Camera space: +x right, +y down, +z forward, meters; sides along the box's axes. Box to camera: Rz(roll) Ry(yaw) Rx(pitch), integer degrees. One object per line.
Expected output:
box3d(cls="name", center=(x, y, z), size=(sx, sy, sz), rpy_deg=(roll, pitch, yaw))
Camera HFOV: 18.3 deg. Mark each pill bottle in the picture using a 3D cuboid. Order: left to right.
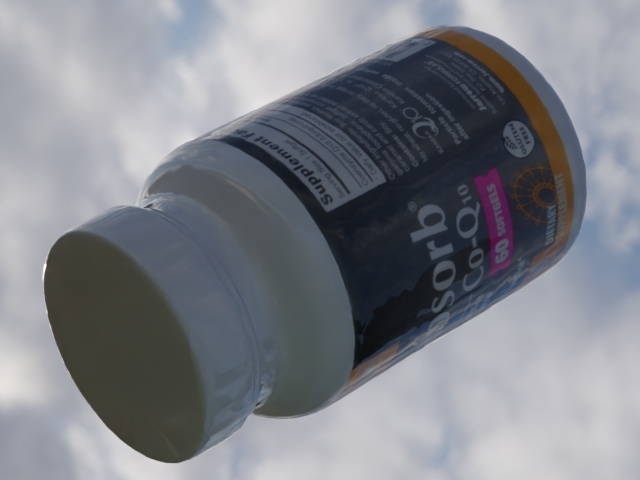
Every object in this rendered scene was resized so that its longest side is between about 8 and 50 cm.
box3d(cls="pill bottle", center=(0.000, 0.000, 1.072), size=(0.162, 0.278, 0.162), rpy_deg=(31, -44, 36))
